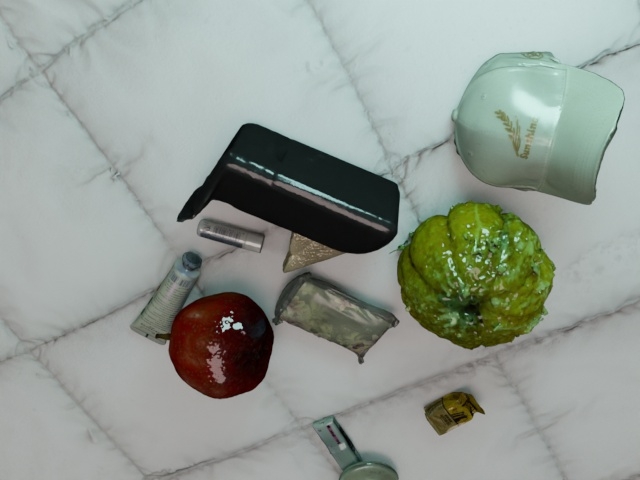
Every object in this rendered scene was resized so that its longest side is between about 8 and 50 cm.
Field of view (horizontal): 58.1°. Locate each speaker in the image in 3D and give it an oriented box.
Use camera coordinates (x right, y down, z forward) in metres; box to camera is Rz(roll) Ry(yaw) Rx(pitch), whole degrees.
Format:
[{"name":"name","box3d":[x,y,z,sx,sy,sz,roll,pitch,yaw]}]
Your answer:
[{"name":"speaker","box3d":[-0.055,-0.073,1.108,0.387,0.180,0.184,22,123,-4]}]

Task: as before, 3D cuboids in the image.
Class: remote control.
[{"name":"remote control","box3d":[0.046,0.519,1.463,0.065,0.029,0.166,-24,111,17]}]

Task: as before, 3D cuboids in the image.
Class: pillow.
[{"name":"pillow","box3d":[0.028,0.166,1.276,0.254,0.059,0.169,27,116,-10]}]

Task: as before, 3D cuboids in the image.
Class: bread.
[{"name":"bread","box3d":[0.004,0.018,1.193,0.151,0.077,0.105,10,121,-3]}]

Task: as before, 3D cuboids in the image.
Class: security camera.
[{"name":"security camera","box3d":[0.113,0.697,1.506,0.157,0.080,0.302,7,119,-7]}]

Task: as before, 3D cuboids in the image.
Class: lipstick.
[{"name":"lipstick","box3d":[-0.190,-0.010,1.219,0.141,0.040,0.040,15,117,-3]}]

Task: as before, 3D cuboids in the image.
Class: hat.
[{"name":"hat","box3d":[0.353,-0.172,0.974,0.167,0.301,0.258,-6,116,-16]}]

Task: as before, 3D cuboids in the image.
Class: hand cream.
[{"name":"hand cream","box3d":[-0.343,0.135,1.301,0.095,0.059,0.276,31,120,-11]}]

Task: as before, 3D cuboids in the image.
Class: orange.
[{"name":"orange","box3d":[0.297,0.085,1.121,0.299,0.223,0.301,-25,112,22]}]

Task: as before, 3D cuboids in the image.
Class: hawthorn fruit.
[{"name":"hawthorn fruit","box3d":[-0.241,0.221,1.249,0.265,0.210,0.231,5,114,9]}]

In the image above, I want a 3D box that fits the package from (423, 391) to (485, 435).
[{"name":"package","box3d":[0.317,0.404,1.371,0.131,0.047,0.071,-35,106,18]}]
